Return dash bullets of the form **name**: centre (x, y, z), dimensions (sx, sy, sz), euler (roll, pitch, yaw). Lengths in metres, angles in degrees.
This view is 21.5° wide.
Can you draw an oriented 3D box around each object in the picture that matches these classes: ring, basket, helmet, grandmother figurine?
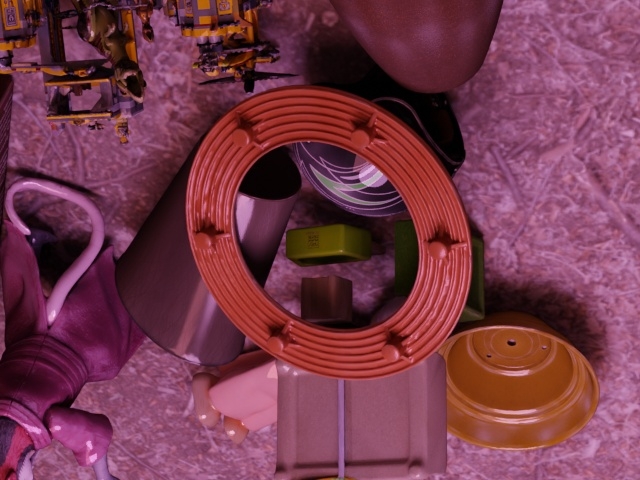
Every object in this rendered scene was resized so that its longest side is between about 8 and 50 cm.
- **ring**: centre (0.000, 0.000, 1.780), dimensions (0.337, 0.032, 0.336), euler (11, 118, 22)
- **basket**: centre (-0.122, -0.004, 1.947), dimensions (0.154, 0.204, 0.227), euler (-3, 136, -38)
- **helmet**: centre (0.055, -0.107, 1.815), dimensions (0.162, 0.169, 0.169), euler (-26, 120, 23)
- **grandmother figurine**: centre (0.002, 0.151, 2.101), dimensions (0.342, 0.104, 0.208), euler (-23, 149, 27)

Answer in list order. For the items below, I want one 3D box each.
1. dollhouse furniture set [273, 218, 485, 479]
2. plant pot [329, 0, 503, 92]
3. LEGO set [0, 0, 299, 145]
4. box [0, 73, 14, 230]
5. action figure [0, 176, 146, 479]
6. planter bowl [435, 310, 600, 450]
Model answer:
- **dollhouse furniture set**: centre (0.069, 0.138, 1.921), dimensions (0.198, 0.301, 0.151), euler (-6, 165, 28)
- **plant pot**: centre (0.099, -0.259, 1.659), dimensions (0.215, 0.215, 0.230), euler (-1, 145, 14)
- **LEGO set**: centre (-0.193, -0.184, 1.738), dimensions (0.331, 0.255, 0.192), euler (-5, 103, 3)
- **box**: centre (-0.466, -0.013, 2.004), dimensions (0.143, 0.191, 0.381), euler (14, 131, 2)
- **action figure**: centre (-0.315, 0.153, 1.987), dimensions (0.248, 0.370, 0.275), euler (14, 131, 1)
- **planter bowl**: centre (0.229, 0.150, 2.041), dimensions (0.217, 0.090, 0.217), euler (5, 133, 5)
